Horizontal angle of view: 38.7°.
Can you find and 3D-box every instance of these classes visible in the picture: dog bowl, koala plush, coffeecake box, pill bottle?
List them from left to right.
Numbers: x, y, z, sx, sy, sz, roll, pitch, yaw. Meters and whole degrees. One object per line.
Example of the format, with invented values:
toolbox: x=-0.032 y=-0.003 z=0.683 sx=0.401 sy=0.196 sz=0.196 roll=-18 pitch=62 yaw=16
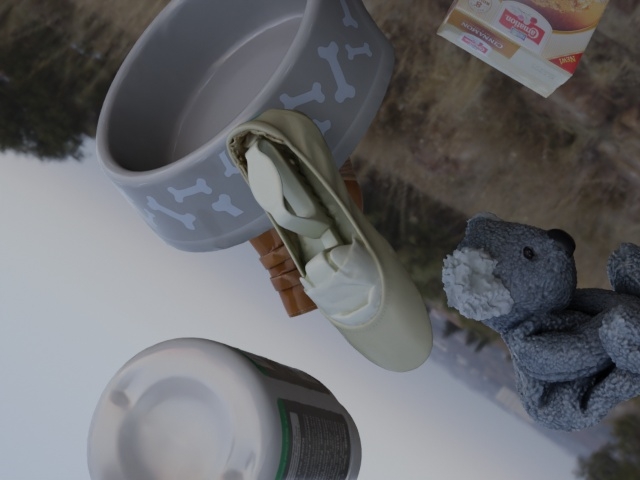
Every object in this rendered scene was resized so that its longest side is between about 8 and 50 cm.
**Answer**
dog bowl: x=-0.092 y=-0.161 z=0.943 sx=0.102 sy=0.348 sz=0.349 roll=40 pitch=176 yaw=-39
pill bottle: x=-0.082 y=0.233 z=1.021 sx=0.204 sy=0.204 sz=0.361 roll=35 pitch=178 yaw=24
coffeecake box: x=0.234 y=-0.273 z=0.986 sx=0.142 sy=0.185 sz=0.068 roll=30 pitch=163 yaw=-3
koala plush: x=0.223 y=0.065 z=0.936 sx=0.221 sy=0.203 sz=0.196 roll=39 pitch=-150 yaw=0

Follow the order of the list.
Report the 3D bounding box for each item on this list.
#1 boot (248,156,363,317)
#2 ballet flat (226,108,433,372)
boot: x=-0.068 y=-0.012 z=1.113 sx=0.283 sy=0.220 sz=0.109 roll=-14 pitch=-175 yaw=-35
ballet flat: x=0.000 y=0.000 z=0.731 sx=0.248 sy=0.086 sz=0.086 roll=59 pitch=-174 yaw=16
